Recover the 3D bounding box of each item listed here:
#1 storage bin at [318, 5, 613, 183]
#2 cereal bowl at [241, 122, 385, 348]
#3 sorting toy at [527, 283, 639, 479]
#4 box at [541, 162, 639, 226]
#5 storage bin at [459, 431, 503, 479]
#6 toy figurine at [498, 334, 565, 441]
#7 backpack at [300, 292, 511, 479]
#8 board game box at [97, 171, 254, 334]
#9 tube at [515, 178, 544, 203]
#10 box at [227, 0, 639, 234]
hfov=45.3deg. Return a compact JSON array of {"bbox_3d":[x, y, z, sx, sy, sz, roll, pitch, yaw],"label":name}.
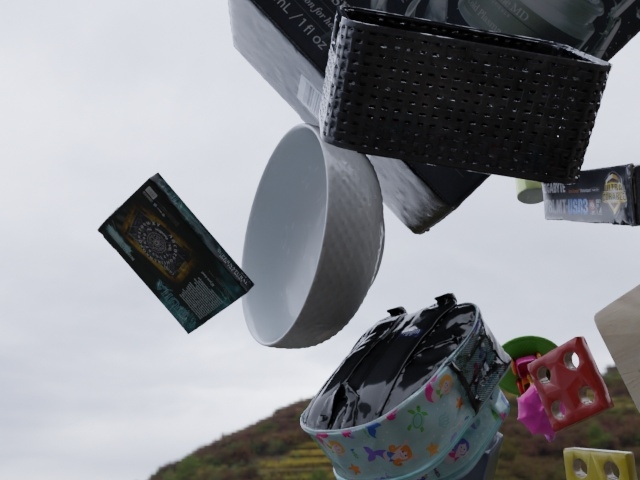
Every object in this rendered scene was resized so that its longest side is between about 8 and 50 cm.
[{"bbox_3d":[0.094,-0.106,0.544,0.180,0.084,0.122,8,21,-4],"label":"storage bin"},{"bbox_3d":[0.000,0.000,1.158,0.141,0.338,0.339,10,-25,-23],"label":"cereal bowl"},{"bbox_3d":[0.223,0.070,0.395,0.046,0.132,0.274,1,-33,-32],"label":"sorting toy"},{"bbox_3d":[0.445,-0.063,0.893,0.296,0.073,0.293,-5,2,0],"label":"box"},{"bbox_3d":[0.218,0.317,1.147,0.091,0.098,0.135,25,-49,27],"label":"storage bin"},{"bbox_3d":[0.366,0.274,1.290,0.130,0.159,0.173,-15,-64,12],"label":"toy figurine"},{"bbox_3d":[0.108,0.214,0.997,0.225,0.191,0.253,-19,12,44],"label":"backpack"},{"bbox_3d":[-0.188,0.020,0.982,0.126,0.026,0.186,-35,-82,33],"label":"board game box"},{"bbox_3d":[0.420,-0.189,1.552,0.062,0.240,0.070,-4,-31,14],"label":"tube"},{"bbox_3d":[0.182,-0.349,1.234,0.472,0.480,0.297,-44,-2,-9],"label":"box"}]
